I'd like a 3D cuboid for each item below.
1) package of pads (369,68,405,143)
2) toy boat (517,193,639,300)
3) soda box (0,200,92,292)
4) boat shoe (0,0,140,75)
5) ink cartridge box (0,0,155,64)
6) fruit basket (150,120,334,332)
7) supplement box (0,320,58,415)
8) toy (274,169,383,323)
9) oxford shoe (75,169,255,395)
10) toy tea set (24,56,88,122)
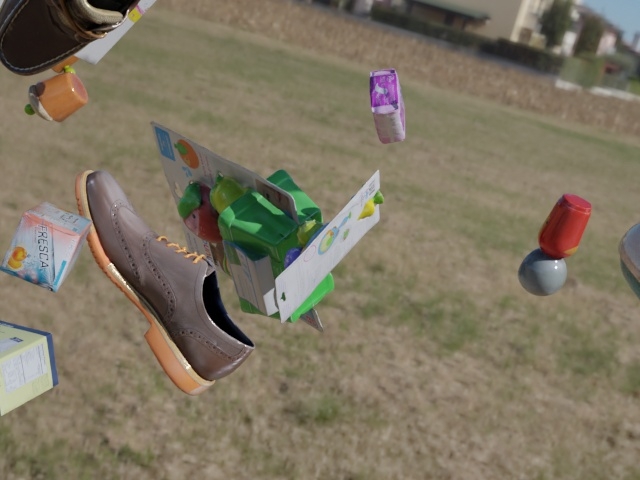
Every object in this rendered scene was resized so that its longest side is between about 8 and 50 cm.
[{"bbox_3d":[0.071,-0.140,1.033,0.032,0.050,0.083,-6,-18,8],"label":"package of pads"},{"bbox_3d":[0.438,0.046,1.348,0.318,0.148,0.267,18,25,-5],"label":"toy boat"},{"bbox_3d":[-0.274,0.003,0.995,0.058,0.063,0.183,24,2,-10],"label":"soda box"},{"bbox_3d":[-0.285,-0.310,1.204,0.123,0.342,0.123,49,21,-26],"label":"boat shoe"},{"bbox_3d":[-0.346,-0.444,1.452,0.197,0.270,0.198,25,34,-47],"label":"ink cartridge box"},{"bbox_3d":[-0.151,-0.013,1.680,0.353,0.327,0.165,24,52,31],"label":"fruit basket"},{"bbox_3d":[-0.313,0.122,0.943,0.083,0.056,0.083,9,21,30],"label":"supplement box"},{"bbox_3d":[0.000,0.000,1.462,0.056,0.237,0.137,37,-24,23],"label":"toy"},{"bbox_3d":[-0.224,0.038,1.425,0.363,0.133,0.130,58,14,-1],"label":"oxford shoe"},{"bbox_3d":[-0.495,-0.339,1.652,0.200,0.124,0.336,52,16,-50],"label":"toy tea set"}]
